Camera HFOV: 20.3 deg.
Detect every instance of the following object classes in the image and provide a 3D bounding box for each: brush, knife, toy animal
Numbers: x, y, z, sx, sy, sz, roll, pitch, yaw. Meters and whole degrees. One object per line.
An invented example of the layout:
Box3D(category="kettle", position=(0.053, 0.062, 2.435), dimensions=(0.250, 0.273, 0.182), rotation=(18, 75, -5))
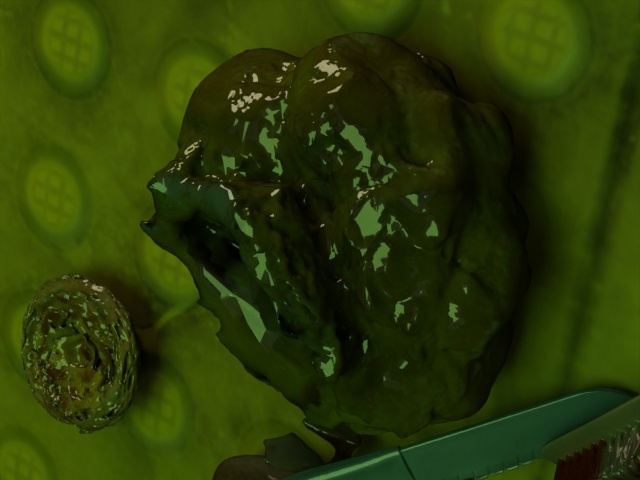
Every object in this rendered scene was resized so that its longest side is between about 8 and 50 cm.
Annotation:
Box3D(category="brush", position=(0.217, 0.098, 1.000), dimensions=(0.321, 0.060, 0.050), rotation=(134, 152, -60))
Box3D(category="knife", position=(0.067, 0.148, 1.173), dimensions=(0.313, 0.019, 0.044), rotation=(-20, 108, 21))
Box3D(category="toy animal", position=(-0.005, 0.220, 1.276), dimensions=(0.188, 0.089, 0.179), rotation=(32, 125, 26))

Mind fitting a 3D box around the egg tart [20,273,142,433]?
Box3D(category="egg tart", position=(-0.179, 0.085, 1.391), dimensions=(0.128, 0.049, 0.129), rotation=(8, 102, 38))

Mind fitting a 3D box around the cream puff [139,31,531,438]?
Box3D(category="cream puff", position=(0.001, 0.002, 1.139), dimensions=(0.281, 0.185, 0.282), rotation=(9, 105, 34))
